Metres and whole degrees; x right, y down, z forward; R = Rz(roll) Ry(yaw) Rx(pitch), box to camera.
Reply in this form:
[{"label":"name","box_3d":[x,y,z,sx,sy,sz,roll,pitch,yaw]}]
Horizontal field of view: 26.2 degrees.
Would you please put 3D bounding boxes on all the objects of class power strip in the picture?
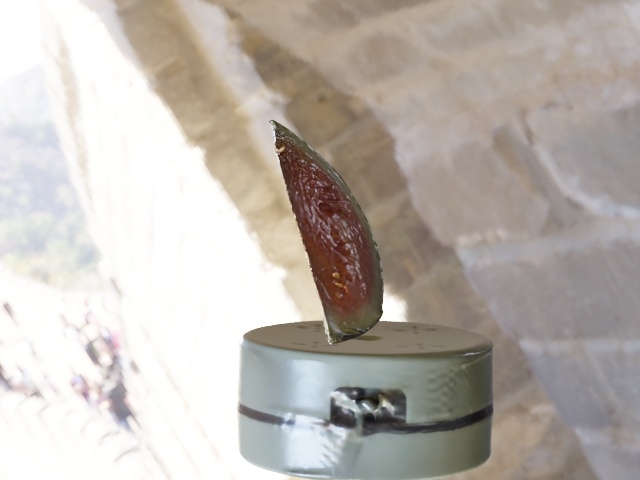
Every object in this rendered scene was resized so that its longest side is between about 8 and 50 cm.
[{"label":"power strip","box_3d":[0.057,0.203,1.770,0.357,0.162,0.357,1,4,0]}]

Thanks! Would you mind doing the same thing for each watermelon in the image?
[{"label":"watermelon","box_3d":[0.004,-0.003,1.319,0.063,0.245,0.119,-23,-28,17]}]
